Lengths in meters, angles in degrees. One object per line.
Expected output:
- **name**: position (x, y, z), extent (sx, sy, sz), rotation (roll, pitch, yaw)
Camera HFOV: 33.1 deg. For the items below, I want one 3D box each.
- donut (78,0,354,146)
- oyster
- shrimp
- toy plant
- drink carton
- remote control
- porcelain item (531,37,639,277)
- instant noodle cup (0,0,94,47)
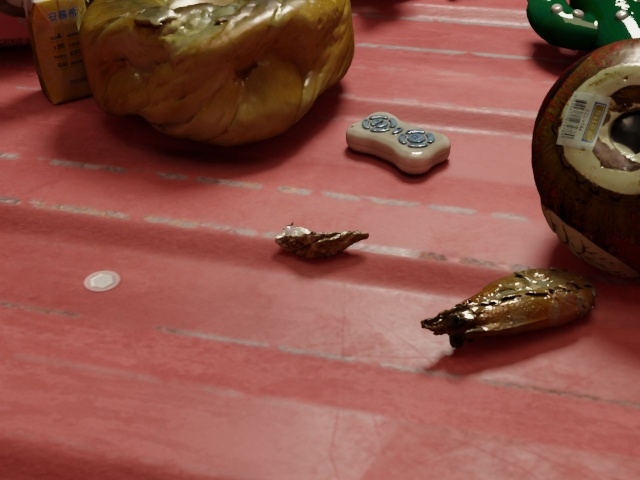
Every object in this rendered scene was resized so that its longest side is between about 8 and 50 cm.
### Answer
- **donut**: position (-0.126, -0.250, 1.360), extent (0.360, 0.170, 0.360), rotation (-5, 31, 3)
- **oyster**: position (-0.001, 0.001, 1.095), extent (0.093, 0.034, 0.051), rotation (3, 17, 28)
- **shrimp**: position (0.172, 0.062, 0.989), extent (0.184, 0.043, 0.091), rotation (-15, 28, -29)
- **toy plant**: position (0.408, -0.303, 1.443), extent (0.232, 0.113, 0.243), rotation (-21, 44, -22)
- **drink carton**: position (-0.338, -0.282, 1.388), extent (0.084, 0.200, 0.074), rotation (-18, 39, -21)
- **remote control**: position (0.090, -0.116, 1.260), extent (0.122, 0.032, 0.074), rotation (25, 43, 36)
- **porcelain item**: position (0.335, -0.073, 1.058), extent (0.252, 0.253, 0.253), rotation (-2, 34, 1)
- **instant noodle cup**: position (-0.437, -0.378, 1.523), extent (0.231, 0.243, 0.243), rotation (-3, 33, -12)
